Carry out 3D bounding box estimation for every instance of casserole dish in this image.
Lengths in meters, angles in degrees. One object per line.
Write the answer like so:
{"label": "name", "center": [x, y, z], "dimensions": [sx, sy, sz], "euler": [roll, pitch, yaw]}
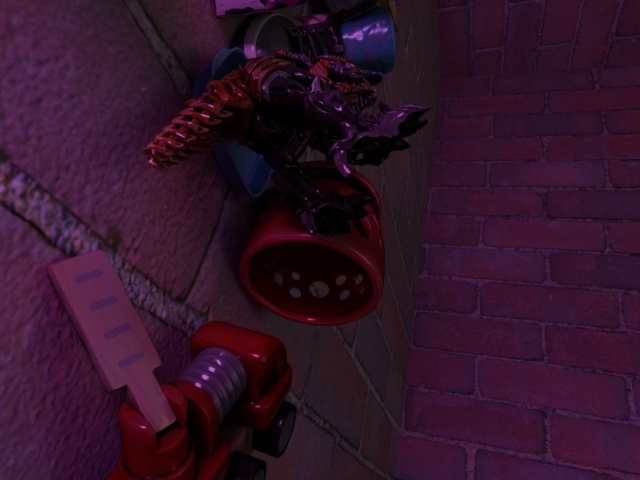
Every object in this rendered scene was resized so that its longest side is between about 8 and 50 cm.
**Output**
{"label": "casserole dish", "center": [-0.102, -0.139, 0.555], "dimensions": [0.189, 0.036, 0.114], "euler": [71, 28, -48]}

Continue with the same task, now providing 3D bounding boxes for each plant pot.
{"label": "plant pot", "center": [0.000, 0.000, 0.639], "dimensions": [0.174, 0.190, 0.191], "euler": [-75, 158, -43]}

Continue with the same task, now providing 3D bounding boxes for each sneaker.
{"label": "sneaker", "center": [0.016, -0.276, 0.660], "dimensions": [0.296, 0.178, 0.124], "euler": [-57, 144, -55]}

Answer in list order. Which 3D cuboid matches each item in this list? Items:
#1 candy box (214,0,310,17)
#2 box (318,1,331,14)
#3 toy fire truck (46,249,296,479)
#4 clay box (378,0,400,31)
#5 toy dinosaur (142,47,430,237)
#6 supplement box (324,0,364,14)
{"label": "candy box", "center": [-0.081, -0.396, 0.528], "dimensions": [0.159, 0.071, 0.234], "euler": [-59, 145, -55]}
{"label": "box", "center": [0.041, -0.416, 0.926], "dimensions": [0.225, 0.036, 0.137], "euler": [69, 30, -47]}
{"label": "toy fire truck", "center": [-0.123, 0.127, 0.408], "dimensions": [0.217, 0.158, 0.247], "euler": [-47, 146, -61]}
{"label": "clay box", "center": [0.188, -0.692, 1.289], "dimensions": [0.222, 0.053, 0.128], "euler": [14, 79, -70]}
{"label": "toy dinosaur", "center": [-0.031, -0.119, 0.485], "dimensions": [0.321, 0.218, 0.164], "euler": [-39, 164, -25]}
{"label": "supplement box", "center": [0.014, -0.469, 0.731], "dimensions": [0.233, 0.080, 0.078], "euler": [41, 53, -56]}
